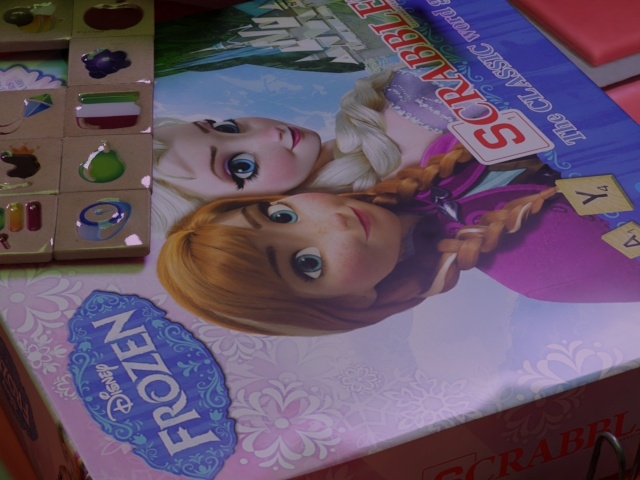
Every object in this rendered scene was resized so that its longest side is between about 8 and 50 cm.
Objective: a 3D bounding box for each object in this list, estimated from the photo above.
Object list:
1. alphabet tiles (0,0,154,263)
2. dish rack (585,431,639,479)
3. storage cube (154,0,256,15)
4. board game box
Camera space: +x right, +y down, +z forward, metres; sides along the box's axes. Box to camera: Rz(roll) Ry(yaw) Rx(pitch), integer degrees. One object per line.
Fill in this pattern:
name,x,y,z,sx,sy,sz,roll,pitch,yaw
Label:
alphabet tiles,-0.193,-0.051,0.848,0.237,0.009,0.198,-3,39,-2
dish rack,0.186,0.126,0.694,0.271,0.074,0.208,-15,41,-21
storage cube,-0.101,-0.242,0.994,0.215,0.184,0.193,13,79,11
board game box,0.000,0.000,0.848,0.318,0.066,0.319,-16,41,-22
